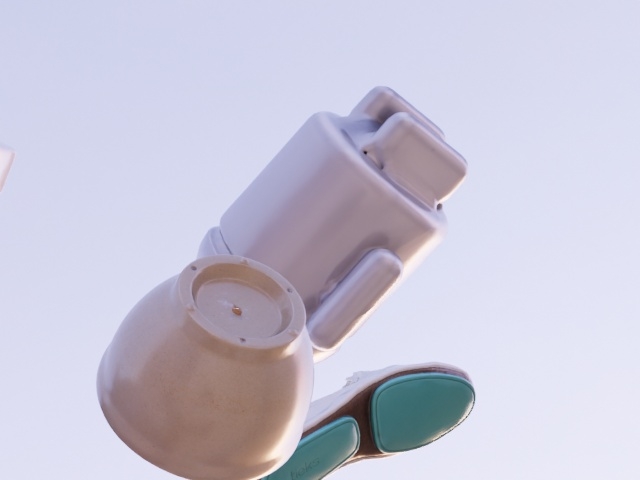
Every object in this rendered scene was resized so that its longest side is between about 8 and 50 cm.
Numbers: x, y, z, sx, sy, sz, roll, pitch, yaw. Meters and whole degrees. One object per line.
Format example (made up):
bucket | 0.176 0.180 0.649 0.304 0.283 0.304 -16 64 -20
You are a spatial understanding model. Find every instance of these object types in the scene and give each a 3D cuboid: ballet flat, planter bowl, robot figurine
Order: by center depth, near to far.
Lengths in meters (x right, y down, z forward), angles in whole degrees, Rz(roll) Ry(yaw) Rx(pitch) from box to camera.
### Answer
planter bowl | -0.073 0.080 0.880 0.162 0.162 0.109 9 -51 -20
robot figurine | 0.000 0.000 1.337 0.200 0.300 0.353 36 -75 -27
ballet flat | 0.037 0.246 1.679 0.400 0.139 0.139 -18 -51 -34

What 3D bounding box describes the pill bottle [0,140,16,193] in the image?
pill bottle | -0.225 0.039 0.561 0.121 0.121 0.216 23 -89 -26
